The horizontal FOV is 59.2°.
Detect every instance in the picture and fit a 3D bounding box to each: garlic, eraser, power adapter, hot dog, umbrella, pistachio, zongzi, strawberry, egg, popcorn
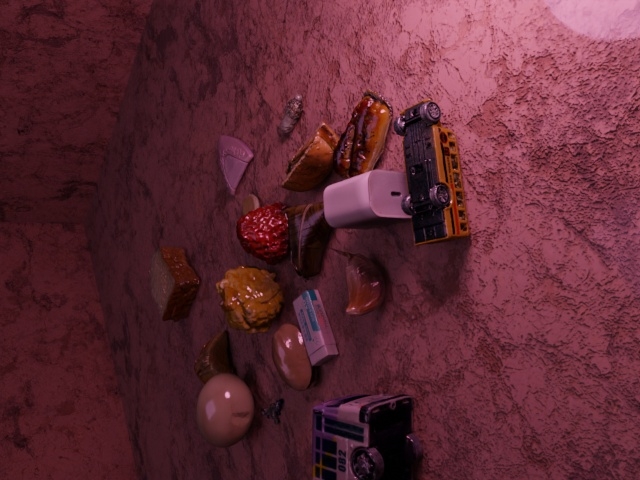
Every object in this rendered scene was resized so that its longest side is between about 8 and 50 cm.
[{"bbox_3d":[0.108,0.107,1.554,0.090,0.128,0.198,142,118,-65],"label":"garlic"},{"bbox_3d":[-0.365,-0.333,2.255,0.243,0.059,0.204,56,131,32],"label":"eraser"},{"bbox_3d":[0.117,-0.100,1.499,0.255,0.186,0.124,-12,79,53],"label":"power adapter"},{"bbox_3d":[0.119,-0.288,1.590,0.162,0.081,0.271,44,122,43],"label":"hot dog"},{"bbox_3d":[-0.096,-0.429,1.905,0.067,0.062,0.144,-88,21,-57],"label":"umbrella"},{"bbox_3d":[-0.019,0.274,1.783,0.095,0.052,0.225,-43,55,41],"label":"eraser"},{"bbox_3d":[-0.086,0.378,1.820,0.136,0.135,0.226,-46,60,42],"label":"pistachio"},{"bbox_3d":[0.000,0.000,1.729,0.240,0.111,0.248,-8,88,47],"label":"zongzi"},{"bbox_3d":[-0.210,-0.027,1.953,0.233,0.177,0.234,-17,70,56],"label":"strawberry"},{"bbox_3d":[-0.352,0.626,2.085,0.219,0.219,0.270,14,101,53],"label":"egg"},{"bbox_3d":[-0.247,0.209,1.960,0.225,0.249,0.249,108,144,-49],"label":"popcorn"}]

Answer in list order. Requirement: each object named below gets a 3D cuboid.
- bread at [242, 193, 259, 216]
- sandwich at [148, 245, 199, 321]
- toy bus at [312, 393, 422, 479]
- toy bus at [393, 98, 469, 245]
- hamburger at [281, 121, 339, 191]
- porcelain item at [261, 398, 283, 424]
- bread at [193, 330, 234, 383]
[{"bbox_3d":[-0.251,-0.105,2.101,0.112,0.036,0.193,-55,37,40],"label":"bread"},{"bbox_3d":[-0.695,0.181,2.633,0.325,0.131,0.262,53,130,37],"label":"sandwich"},{"bbox_3d":[0.108,0.616,1.452,0.249,0.209,0.441,-2,86,43],"label":"toy bus"},{"bbox_3d":[0.268,-0.161,1.350,0.121,0.122,0.336,-17,75,53],"label":"toy bus"},{"bbox_3d":[-0.027,-0.234,1.745,0.262,0.130,0.124,-40,24,51],"label":"hamburger"},{"bbox_3d":[-0.164,0.615,1.995,0.136,0.021,0.075,-43,56,44],"label":"porcelain item"},{"bbox_3d":[-0.440,0.503,2.277,0.174,0.132,0.252,-35,61,45],"label":"bread"}]
